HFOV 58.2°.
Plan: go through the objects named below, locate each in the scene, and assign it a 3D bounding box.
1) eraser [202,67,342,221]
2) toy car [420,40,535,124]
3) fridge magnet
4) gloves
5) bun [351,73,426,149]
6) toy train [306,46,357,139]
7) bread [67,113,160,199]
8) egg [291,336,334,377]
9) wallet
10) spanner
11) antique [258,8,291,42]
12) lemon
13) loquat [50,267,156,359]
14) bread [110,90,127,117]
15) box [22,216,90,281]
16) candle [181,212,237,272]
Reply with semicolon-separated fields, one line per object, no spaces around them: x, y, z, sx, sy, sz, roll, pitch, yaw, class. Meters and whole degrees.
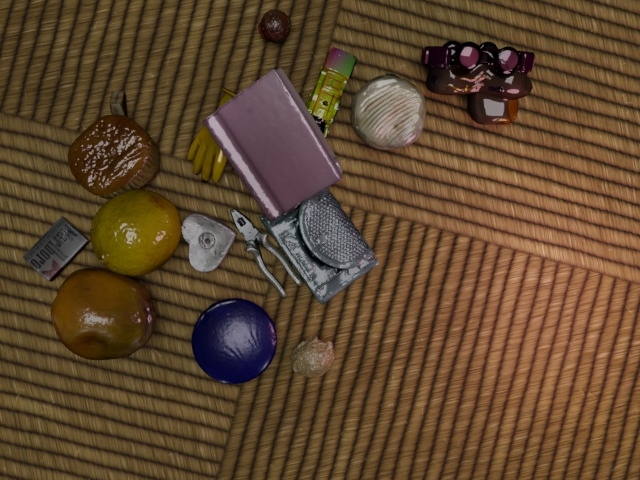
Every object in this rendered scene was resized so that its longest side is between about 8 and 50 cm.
-0.130;-0.274;1.675;0.272;0.122;0.359;-32;101;15;eraser
0.473;-0.482;1.756;0.340;0.271;0.241;5;110;1;toy car
-0.266;0.310;1.781;0.265;0.112;0.266;0;90;-3;fridge magnet
-0.315;-0.319;1.795;0.133;0.116;0.295;31;99;25;gloves
0.208;-0.397;1.783;0.238;0.141;0.239;0;96;1;bun
0.015;-0.439;1.766;0.100;0.160;0.297;19;90;-9;toy train
-0.625;-0.249;1.751;0.253;0.142;0.227;-37;84;0;bread
-0.023;0.364;1.790;0.140;0.116;0.118;-17;119;-2;egg
0.000;0.000;1.812;0.237;0.075;0.342;-35;91;-5;wallet
-0.183;0.033;1.819;0.095;0.040;0.325;-36;93;-2;spanner
-0.138;-0.667;1.786;0.103;0.104;0.104;0;90;-2;antique
-0.541;-0.025;1.694;0.267;0.267;0.268;0;90;-2;lemon
-0.632;0.210;1.689;0.283;0.276;0.276;0;90;-2;loquat
-0.630;-0.416;1.788;0.043;0.062;0.109;-4;94;-3;bread
-0.823;0.027;1.794;0.115;0.036;0.177;44;88;-2;box
-0.343;0.000;1.798;0.168;0.068;0.193;-17;94;-1;candle
